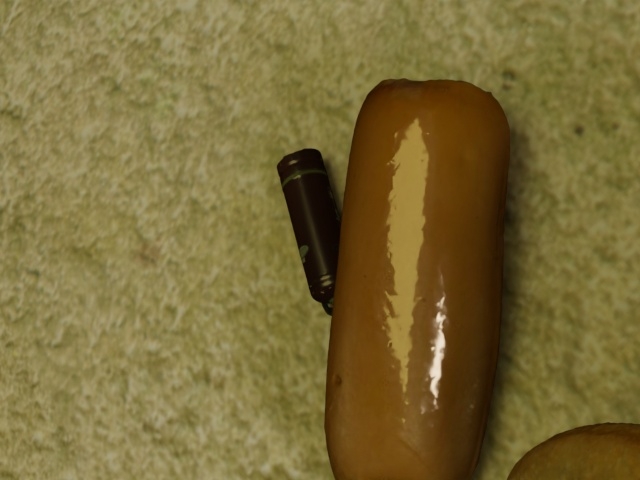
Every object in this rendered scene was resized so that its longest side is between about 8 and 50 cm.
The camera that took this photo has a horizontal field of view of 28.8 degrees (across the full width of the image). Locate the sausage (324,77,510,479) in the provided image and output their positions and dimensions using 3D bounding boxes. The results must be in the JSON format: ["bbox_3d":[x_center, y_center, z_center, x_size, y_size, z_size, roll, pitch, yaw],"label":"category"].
[{"bbox_3d":[0.072,0.055,0.960,0.134,0.116,0.354,3,87,16],"label":"sausage"}]

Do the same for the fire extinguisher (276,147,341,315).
[{"bbox_3d":[0.000,0.000,1.064,0.064,0.043,0.158,-49,51,55],"label":"fire extinguisher"}]

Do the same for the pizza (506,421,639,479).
[{"bbox_3d":[0.203,0.222,0.770,0.229,0.081,0.289,48,155,5],"label":"pizza"}]
